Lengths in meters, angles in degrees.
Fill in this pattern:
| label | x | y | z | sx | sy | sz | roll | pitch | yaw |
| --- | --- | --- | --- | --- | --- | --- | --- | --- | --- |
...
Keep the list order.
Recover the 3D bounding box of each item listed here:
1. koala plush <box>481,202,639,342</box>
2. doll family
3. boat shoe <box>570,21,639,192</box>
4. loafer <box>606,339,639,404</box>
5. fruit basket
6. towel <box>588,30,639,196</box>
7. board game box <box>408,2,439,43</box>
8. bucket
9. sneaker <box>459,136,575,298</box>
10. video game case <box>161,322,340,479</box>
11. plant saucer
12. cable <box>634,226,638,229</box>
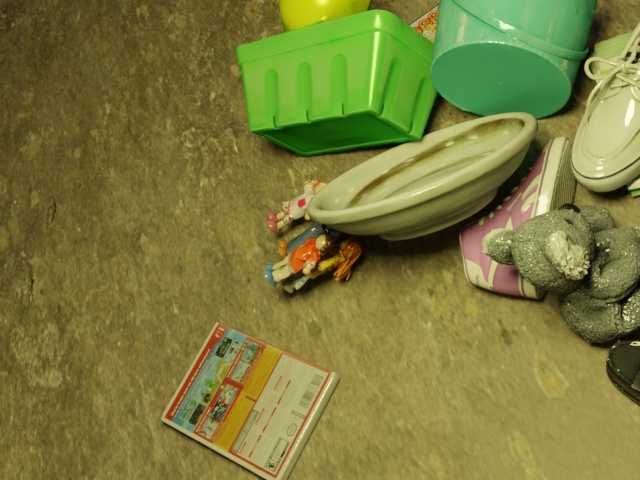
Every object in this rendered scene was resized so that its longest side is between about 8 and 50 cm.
| label | x | y | z | sx | sy | sz | roll | pitch | yaw |
| --- | --- | --- | --- | --- | --- | --- | --- | --- | --- |
| koala plush | 0.356 | 0.030 | 1.192 | 0.196 | 0.221 | 0.203 | 15 | 88 | 60 |
| doll family | 0.000 | 0.000 | 1.529 | 0.163 | 0.118 | 0.263 | -29 | 32 | 18 |
| boat shoe | 0.494 | -0.254 | 1.314 | 0.135 | 0.156 | 0.367 | 27 | 74 | 39 |
| loafer | 0.514 | 0.193 | 1.102 | 0.302 | 0.095 | 0.109 | 24 | 74 | 38 |
| fruit basket | 0.031 | -0.371 | 1.586 | 0.392 | 0.283 | 0.392 | -13 | 69 | 36 |
| towel | 0.586 | -0.234 | 1.378 | 0.247 | 0.038 | 0.325 | -15 | 53 | 20 |
| board game box | 0.230 | -0.399 | 1.685 | 0.201 | 0.035 | 0.136 | -35 | 50 | 6 |
| bucket | 0.324 | -0.344 | 1.452 | 0.281 | 0.281 | 0.183 | 3 | 68 | 31 |
| sneaker | 0.311 | -0.050 | 1.375 | 0.161 | 0.102 | 0.282 | 8 | 65 | 36 |
| video game case | -0.126 | 0.273 | 1.462 | 0.285 | 0.025 | 0.204 | 18 | 71 | 36 |
| plant saucer | 0.177 | -0.090 | 1.400 | 0.400 | 0.101 | 0.400 | -23 | 13 | 6 |
| cable | 0.534 | 0.076 | 1.182 | 0.139 | 0.072 | 0.287 | -29 | 50 | 16 |
